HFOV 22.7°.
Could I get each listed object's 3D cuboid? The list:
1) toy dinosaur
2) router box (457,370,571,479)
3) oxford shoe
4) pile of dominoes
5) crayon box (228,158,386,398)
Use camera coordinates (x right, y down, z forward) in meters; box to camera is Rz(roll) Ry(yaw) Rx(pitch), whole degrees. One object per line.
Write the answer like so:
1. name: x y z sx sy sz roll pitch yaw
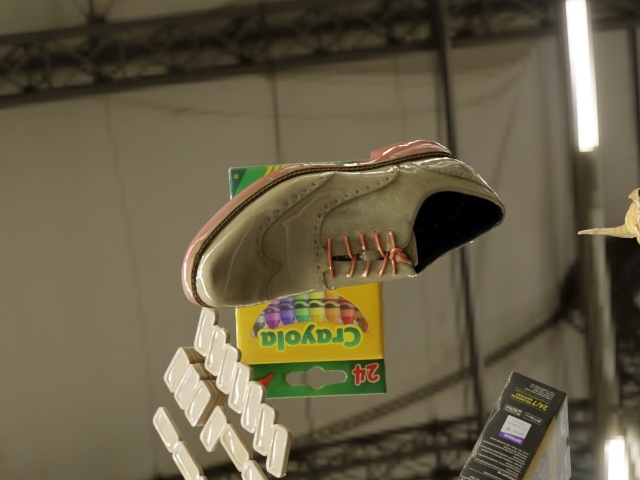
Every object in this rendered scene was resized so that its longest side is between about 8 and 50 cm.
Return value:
1. toy dinosaur: 0.425 -0.021 2.111 0.064 0.112 0.211 -41 -11 -15
2. router box: 0.250 0.349 2.136 0.243 0.081 0.309 -60 -22 -20
3. oxford shoe: 0.029 -0.009 1.577 0.348 0.130 0.123 -24 -55 -27
4. pile of dominoes: -0.107 0.226 1.916 0.040 0.251 0.196 0 -49 -40
5. crayon box: -0.014 0.055 2.151 0.081 0.202 0.319 25 -119 -85
